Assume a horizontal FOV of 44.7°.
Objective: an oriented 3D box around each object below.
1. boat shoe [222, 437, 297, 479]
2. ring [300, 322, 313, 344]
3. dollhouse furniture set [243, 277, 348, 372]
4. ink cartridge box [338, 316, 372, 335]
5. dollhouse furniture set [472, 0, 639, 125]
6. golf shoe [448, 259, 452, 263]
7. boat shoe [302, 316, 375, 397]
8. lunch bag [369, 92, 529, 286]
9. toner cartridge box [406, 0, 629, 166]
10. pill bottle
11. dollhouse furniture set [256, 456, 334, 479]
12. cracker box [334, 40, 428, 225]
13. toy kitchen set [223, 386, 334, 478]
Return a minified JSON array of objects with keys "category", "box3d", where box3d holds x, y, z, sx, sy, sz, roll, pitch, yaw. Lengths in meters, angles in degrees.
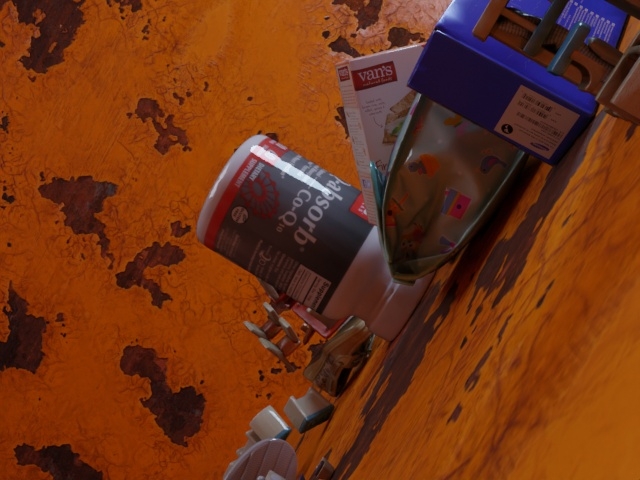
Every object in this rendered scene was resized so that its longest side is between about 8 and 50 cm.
[{"category":"boat shoe","box3d":[-0.153,0.506,1.379,0.335,0.121,0.119,-61,2,-19]},{"category":"ring","box3d":[0.036,0.095,1.842,0.336,0.032,0.336,-59,-6,-11]},{"category":"dollhouse furniture set","box3d":[-0.023,0.119,1.589,0.262,0.135,0.259,-44,34,-8]},{"category":"ink cartridge box","box3d":[0.141,0.046,1.748,0.353,0.119,0.207,-60,-4,2]},{"category":"dollhouse furniture set","box3d":[0.187,-0.162,0.502,0.129,0.129,0.183,-60,-4,16]},{"category":"golf shoe","box3d":[0.179,-0.021,1.114,0.086,0.069,0.176,-54,-1,12]},{"category":"boat shoe","box3d":[0.054,0.225,1.539,0.104,0.089,0.285,-39,-10,-32]},{"category":"lunch bag","box3d":[0.142,-0.070,0.929,0.262,0.160,0.223,-64,-5,0]},{"category":"toner cartridge box","box3d":[0.232,-0.239,0.825,0.348,0.165,0.075,-56,-4,-40]},{"category":"pill bottle","box3d":[0.000,0.000,1.273,0.210,0.363,0.210,-60,-3,-6]},{"category":"dollhouse furniture set","box3d":[-0.044,0.323,0.986,0.091,0.081,0.114,-60,-3,13]},{"category":"cracker box","box3d":[0.123,-0.149,1.077,0.156,0.232,0.067,-17,12,-15]},{"category":"toy kitchen set","box3d":[-0.065,0.417,1.526,0.166,0.122,0.207,-15,-40,-46]}]
